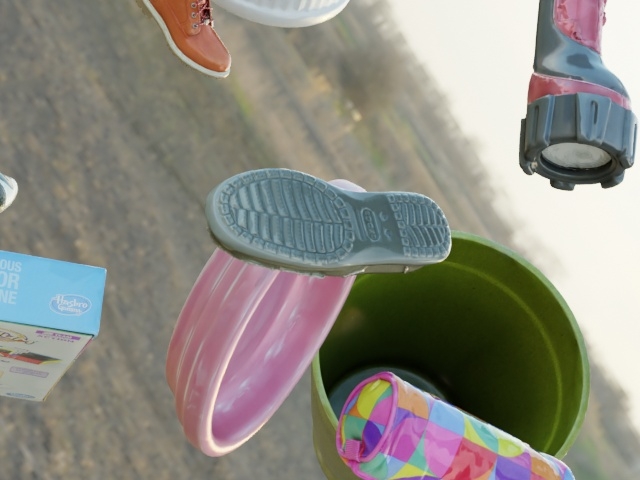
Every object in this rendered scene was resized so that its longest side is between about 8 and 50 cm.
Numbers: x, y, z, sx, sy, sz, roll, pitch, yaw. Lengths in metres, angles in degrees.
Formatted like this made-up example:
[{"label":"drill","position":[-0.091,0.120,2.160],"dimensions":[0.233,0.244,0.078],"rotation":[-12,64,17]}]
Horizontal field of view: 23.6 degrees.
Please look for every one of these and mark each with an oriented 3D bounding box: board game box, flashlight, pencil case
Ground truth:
[{"label":"board game box","position":[-0.352,0.077,1.455],"dimensions":[0.316,0.242,0.064],"rotation":[140,-41,-65]},{"label":"flashlight","position":[0.237,-0.198,1.361],"dimensions":[0.103,0.103,0.304],"rotation":[95,4,-67]},{"label":"pencil case","position":[0.127,0.208,1.404],"dimensions":[0.236,0.104,0.104],"rotation":[30,17,-23]}]

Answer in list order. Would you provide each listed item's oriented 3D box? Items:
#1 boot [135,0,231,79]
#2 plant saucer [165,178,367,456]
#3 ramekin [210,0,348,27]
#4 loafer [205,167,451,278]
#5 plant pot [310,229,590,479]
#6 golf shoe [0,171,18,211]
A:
[{"label":"boot","position":[-0.152,-0.268,1.840],"dimensions":[0.158,0.084,0.059],"rotation":[51,39,-2]},{"label":"plant saucer","position":[-0.063,0.073,1.661],"dimensions":[0.084,0.332,0.332],"rotation":[30,-2,15]},{"label":"ramekin","position":[-0.060,-0.420,2.024],"dimensions":[0.273,0.273,0.127],"rotation":[61,-38,26]},{"label":"loafer","position":[0.000,0.000,1.376],"dimensions":[0.251,0.087,0.094],"rotation":[9,61,-33]},{"label":"plant pot","position":[0.135,0.221,2.107],"dimensions":[0.366,0.366,0.353],"rotation":[60,-22,15]},{"label":"golf shoe","position":[-0.526,-0.082,1.983],"dimensions":[0.273,0.105,0.120],"rotation":[19,14,12]}]
